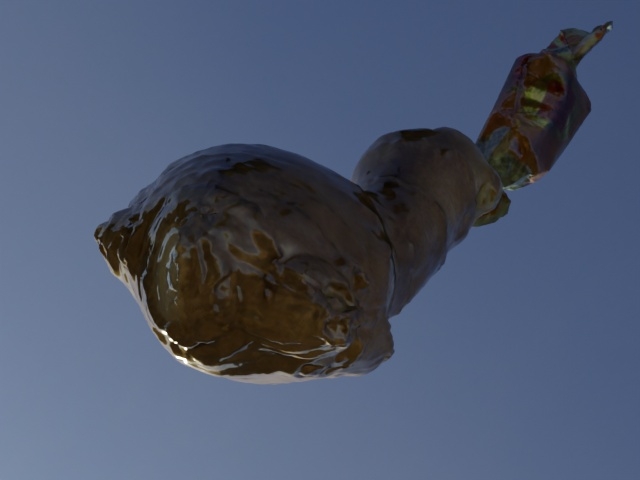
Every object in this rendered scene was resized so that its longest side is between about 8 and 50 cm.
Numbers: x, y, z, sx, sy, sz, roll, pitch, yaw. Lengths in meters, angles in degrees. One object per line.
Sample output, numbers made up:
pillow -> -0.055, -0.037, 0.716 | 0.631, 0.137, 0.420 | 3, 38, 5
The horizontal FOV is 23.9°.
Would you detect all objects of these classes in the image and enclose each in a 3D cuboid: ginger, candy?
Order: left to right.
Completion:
ginger -> -0.008, -0.002, 0.472 | 0.096, 0.165, 0.067 | 12, -69, 22
candy -> 0.128, -0.077, 0.903 | 0.053, 0.182, 0.046 | 14, -36, 31
